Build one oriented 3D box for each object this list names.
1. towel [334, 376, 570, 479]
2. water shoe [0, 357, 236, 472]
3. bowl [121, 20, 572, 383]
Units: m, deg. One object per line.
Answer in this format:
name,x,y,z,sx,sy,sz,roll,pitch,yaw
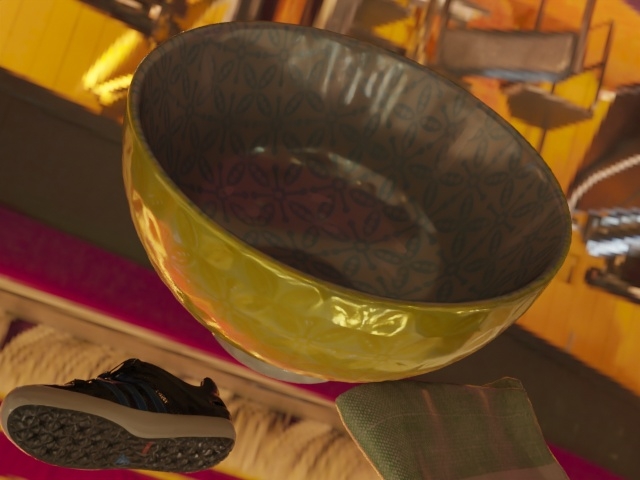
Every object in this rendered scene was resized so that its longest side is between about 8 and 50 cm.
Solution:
towel,0.148,0.201,0.582,0.325,0.038,0.248,56,-164,19
water shoe,-0.164,0.135,0.987,0.203,0.080,0.073,18,126,-36
bowl,0.000,0.000,0.808,0.289,0.289,0.156,18,125,-6
